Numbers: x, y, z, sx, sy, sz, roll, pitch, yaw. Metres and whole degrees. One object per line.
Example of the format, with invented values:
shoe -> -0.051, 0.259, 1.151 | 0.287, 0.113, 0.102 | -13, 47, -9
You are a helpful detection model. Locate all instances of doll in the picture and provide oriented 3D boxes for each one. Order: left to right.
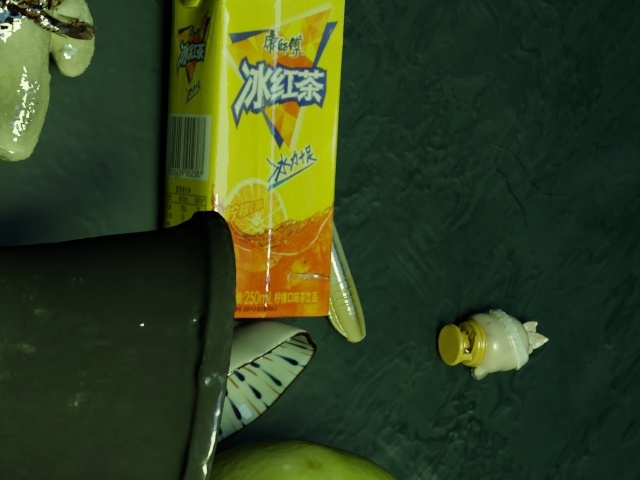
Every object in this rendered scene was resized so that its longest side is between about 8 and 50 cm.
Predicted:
doll -> -0.280, -0.212, 1.696 | 0.175, 0.149, 0.278 | 5, 100, -65
doll -> 0.193, 0.121, 2.037 | 0.127, 0.073, 0.084 | -2, 123, -30

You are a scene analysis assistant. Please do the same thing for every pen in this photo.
pen -> 0.000, 0.000, 1.930 | 0.040, 0.032, 0.233 | -20, 99, -8

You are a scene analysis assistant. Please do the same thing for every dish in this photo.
dish -> -0.093, 0.133, 1.809 | 0.190, 0.191, 0.066 | -31, 69, -30

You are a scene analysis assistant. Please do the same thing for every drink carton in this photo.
drink carton -> -0.068, -0.102, 1.821 | 0.154, 0.111, 0.351 | 1, 93, -34

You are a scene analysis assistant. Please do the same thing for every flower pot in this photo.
flower pot -> -0.235, 0.146, 1.610 | 0.251, 0.379, 0.379 | 11, 82, -15

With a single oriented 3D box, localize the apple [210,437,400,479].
apple -> -0.026, 0.331, 1.750 | 0.292, 0.254, 0.292 | 26, 44, -27
